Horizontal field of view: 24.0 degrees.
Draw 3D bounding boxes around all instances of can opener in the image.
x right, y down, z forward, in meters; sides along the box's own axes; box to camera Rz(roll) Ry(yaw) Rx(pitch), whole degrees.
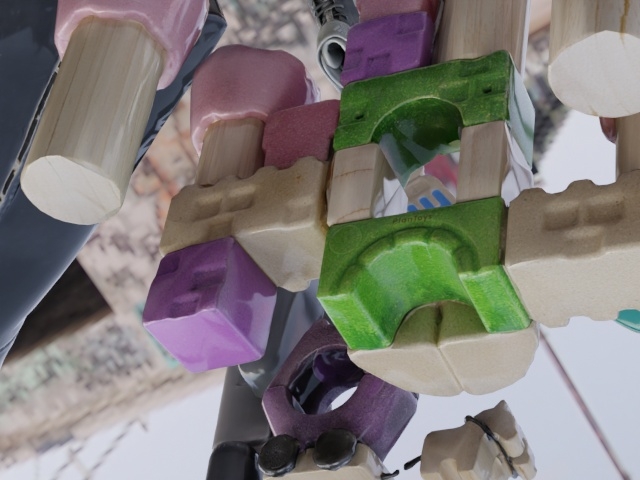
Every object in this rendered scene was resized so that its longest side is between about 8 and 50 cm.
[{"bbox_3d":[-0.037,0.127,0.835,0.074,0.093,0.280,-13,-136,19],"label":"can opener"}]

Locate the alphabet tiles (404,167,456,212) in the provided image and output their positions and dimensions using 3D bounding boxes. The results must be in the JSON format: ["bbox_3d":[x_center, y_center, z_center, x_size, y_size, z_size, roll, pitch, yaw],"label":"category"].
[{"bbox_3d":[0.000,0.000,1.596,0.284,0.021,0.278,-31,-127,-13],"label":"alphabet tiles"}]

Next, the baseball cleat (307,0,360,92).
[{"bbox_3d":[0.020,-0.224,1.467,0.072,0.206,0.109,-37,169,28],"label":"baseball cleat"}]

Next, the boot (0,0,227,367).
[{"bbox_3d":[-0.301,-0.021,0.911,0.367,0.146,0.445,-3,143,-42],"label":"boot"}]

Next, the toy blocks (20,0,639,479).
[{"bbox_3d":[0.063,-0.061,0.710,0.288,0.309,0.260,-10,-133,23],"label":"toy blocks"}]

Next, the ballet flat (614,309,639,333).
[{"bbox_3d":[0.329,0.059,1.318,0.168,0.057,0.052,7,-163,37],"label":"ballet flat"}]
